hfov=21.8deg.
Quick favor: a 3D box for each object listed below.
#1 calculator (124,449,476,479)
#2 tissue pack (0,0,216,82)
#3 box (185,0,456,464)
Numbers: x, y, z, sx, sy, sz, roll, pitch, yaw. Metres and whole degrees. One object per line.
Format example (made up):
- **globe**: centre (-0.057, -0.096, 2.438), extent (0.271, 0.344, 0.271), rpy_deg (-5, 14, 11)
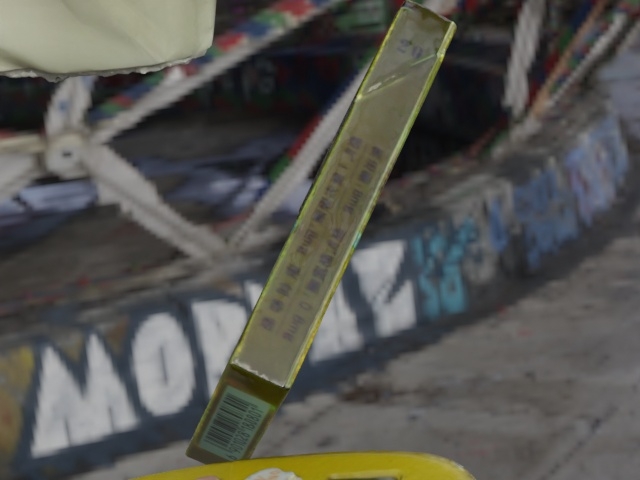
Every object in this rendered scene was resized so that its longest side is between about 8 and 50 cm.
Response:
- **calculator**: centre (-0.016, 0.123, 0.611), extent (0.235, 0.032, 0.146), rpy_deg (-3, 23, 12)
- **tissue pack**: centre (-0.176, -0.324, 1.042), extent (0.207, 0.380, 0.297), rpy_deg (-5, 31, -4)
- **box**: centre (0.000, 0.000, 0.734), extent (0.030, 0.193, 0.121), rpy_deg (25, -28, -2)
